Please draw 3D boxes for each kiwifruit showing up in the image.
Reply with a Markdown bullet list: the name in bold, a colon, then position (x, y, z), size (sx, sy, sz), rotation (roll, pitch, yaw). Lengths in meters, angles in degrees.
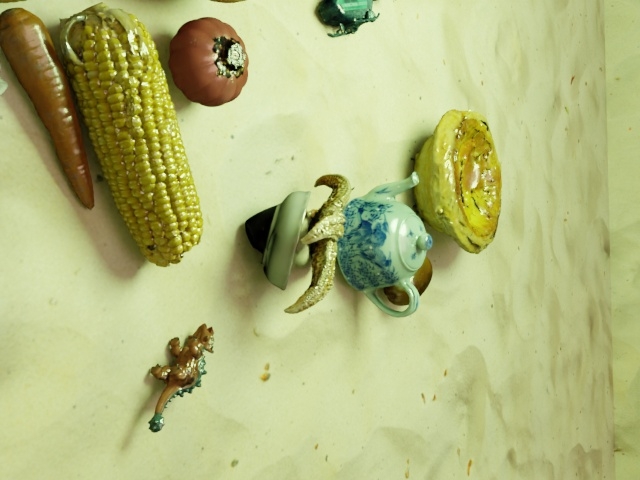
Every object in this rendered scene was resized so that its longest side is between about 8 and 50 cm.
- **kiwifruit**: position (0.158, 0.068, 1.248), size (0.124, 0.075, 0.075), rotation (-42, 121, -50)

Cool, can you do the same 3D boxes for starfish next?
- **starfish**: position (0.002, 0.000, 0.964), size (0.238, 0.071, 0.216), rotation (77, 21, -80)

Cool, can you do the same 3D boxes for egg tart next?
- **egg tart**: position (0.266, -0.113, 1.361), size (0.290, 0.115, 0.290), rotation (4, 85, -55)

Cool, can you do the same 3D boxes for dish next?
- **dish**: position (-0.067, -0.008, 0.956), size (0.141, 0.078, 0.141), rotation (-166, -90, -88)

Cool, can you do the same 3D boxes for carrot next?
- **carrot**: position (-0.271, -0.129, 0.716), size (0.048, 0.048, 0.216), rotation (-42, 126, -45)

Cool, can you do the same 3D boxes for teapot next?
- **teapot**: position (0.114, 0.008, 1.130), size (0.159, 0.159, 0.232), rotation (-2, 90, -53)

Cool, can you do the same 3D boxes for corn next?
- **corn**: position (-0.197, -0.108, 0.762), size (0.106, 0.106, 0.293), rotation (-38, 119, -46)

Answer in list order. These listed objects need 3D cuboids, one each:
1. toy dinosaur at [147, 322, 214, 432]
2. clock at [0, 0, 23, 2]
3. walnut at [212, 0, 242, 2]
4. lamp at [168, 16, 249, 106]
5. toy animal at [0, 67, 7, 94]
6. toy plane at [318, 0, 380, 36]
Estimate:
- **toy dinosaur**: position (-0.167, 0.159, 0.835), size (0.055, 0.049, 0.154), rotation (60, 40, -37)
- **clock**: position (-0.278, -0.313, 0.551), size (0.317, 0.244, 0.200), rotation (-27, 88, -54)
- **walnut**: position (-0.130, -0.379, 0.794), size (0.226, 0.193, 0.193), rotation (32, 64, -46)
- **lamp**: position (-0.135, -0.217, 0.852), size (0.107, 0.092, 0.107), rotation (4, 85, -53)
- **toy animal**: position (-0.332, -0.129, 0.569), size (0.104, 0.131, 0.221), rotation (45, 50, -25)
- **toy plane**: position (0.060, -0.397, 1.151), size (0.235, 0.060, 0.096), rotation (-29, 99, -45)
